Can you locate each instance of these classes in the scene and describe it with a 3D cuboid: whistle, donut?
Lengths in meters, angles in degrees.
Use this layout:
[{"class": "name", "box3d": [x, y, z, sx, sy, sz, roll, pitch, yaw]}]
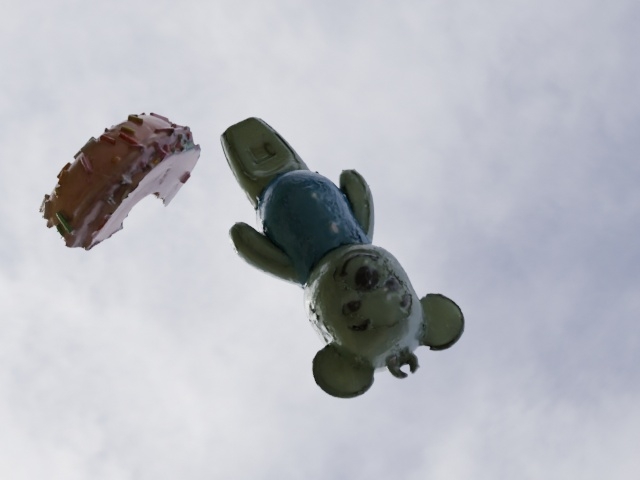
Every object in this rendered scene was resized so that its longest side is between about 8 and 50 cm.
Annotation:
[{"class": "whistle", "box3d": [0.000, 0.000, 0.890, 0.114, 0.077, 0.235, -27, -117, -14]}, {"class": "donut", "box3d": [-0.163, -0.062, 1.092, 0.065, 0.166, 0.117, 41, -59, 7]}]
